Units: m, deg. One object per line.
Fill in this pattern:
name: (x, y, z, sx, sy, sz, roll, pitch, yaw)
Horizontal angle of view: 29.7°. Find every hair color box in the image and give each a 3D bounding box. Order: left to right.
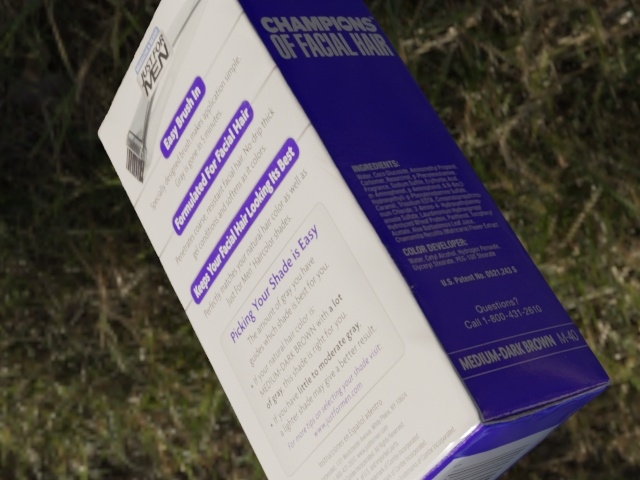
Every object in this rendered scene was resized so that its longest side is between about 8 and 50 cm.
hair color box: (0.000, 0.000, 0.720, 0.110, 0.338, 0.185, -10, 150, -39)
